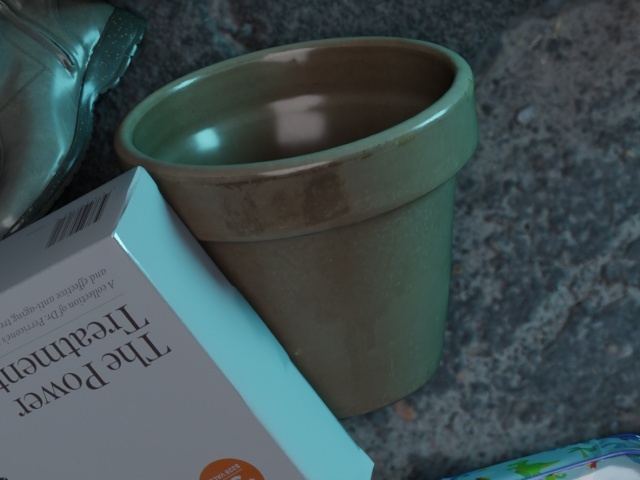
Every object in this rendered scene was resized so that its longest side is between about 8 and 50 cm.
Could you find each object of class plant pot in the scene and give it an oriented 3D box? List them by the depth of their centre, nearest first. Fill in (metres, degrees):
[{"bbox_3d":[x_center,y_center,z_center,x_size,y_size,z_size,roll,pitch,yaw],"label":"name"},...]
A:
[{"bbox_3d":[0.000,0.000,1.441,0.263,0.263,0.229,-10,112,3],"label":"plant pot"}]

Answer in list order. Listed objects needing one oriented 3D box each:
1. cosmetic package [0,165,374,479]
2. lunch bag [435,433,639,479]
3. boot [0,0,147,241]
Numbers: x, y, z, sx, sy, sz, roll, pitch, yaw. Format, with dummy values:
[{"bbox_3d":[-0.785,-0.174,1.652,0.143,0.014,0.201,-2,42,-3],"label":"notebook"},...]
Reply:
[{"bbox_3d":[-0.197,0.153,1.391,0.377,0.097,0.284,-27,116,24],"label":"cosmetic package"},{"bbox_3d":[0.175,0.255,1.520,0.219,0.090,0.176,-17,93,4],"label":"lunch bag"},{"bbox_3d":[-0.242,-0.112,1.451,0.161,0.083,0.246,30,56,-14],"label":"boot"}]
